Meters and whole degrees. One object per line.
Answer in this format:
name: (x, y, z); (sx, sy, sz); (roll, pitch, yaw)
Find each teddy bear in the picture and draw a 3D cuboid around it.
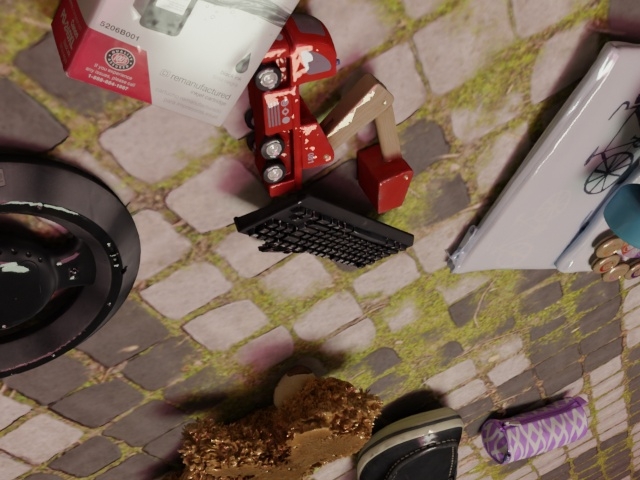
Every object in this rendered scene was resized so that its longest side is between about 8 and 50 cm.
teddy bear: (-0.077, 0.263, 0.847); (0.245, 0.113, 0.338); (6, 139, -26)

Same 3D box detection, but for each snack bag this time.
snack bag: (0.347, -0.068, 0.737); (0.342, 0.037, 0.323); (1, 137, -27)

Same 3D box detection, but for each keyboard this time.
keyboard: (0.000, 0.000, 0.611); (0.108, 0.023, 0.180); (-17, 158, 34)

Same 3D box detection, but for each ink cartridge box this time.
ink cartridge box: (-0.076, -0.157, 0.393); (0.109, 0.063, 0.150); (13, 127, -39)

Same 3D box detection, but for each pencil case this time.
pencil case: (0.394, 0.345, 1.217); (0.206, 0.086, 0.088); (-8, 114, -25)

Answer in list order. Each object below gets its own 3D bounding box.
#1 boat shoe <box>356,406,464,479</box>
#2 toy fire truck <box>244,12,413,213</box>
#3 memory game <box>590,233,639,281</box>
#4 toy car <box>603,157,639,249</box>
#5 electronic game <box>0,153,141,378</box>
boat shoe: (0.146, 0.452, 1.133); (0.186, 0.156, 0.500); (-7, 136, -21)
toy fire truck: (0.010, -0.094, 0.527); (0.135, 0.047, 0.192); (-16, 139, -15)
memory game: (0.416, -0.008, 0.807); (0.186, 0.012, 0.186); (-14, 144, -11)
toy car: (0.432, -0.028, 0.592); (0.210, 0.238, 0.219); (3, 133, -25)
electronic game: (-0.253, 0.031, 0.512); (0.229, 0.048, 0.229); (-23, 142, -19)
